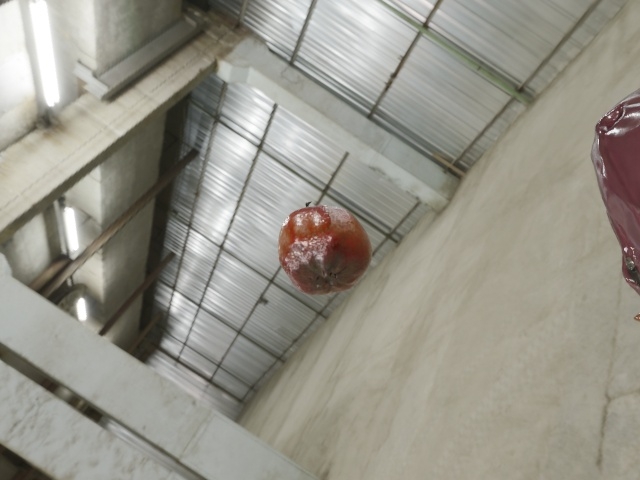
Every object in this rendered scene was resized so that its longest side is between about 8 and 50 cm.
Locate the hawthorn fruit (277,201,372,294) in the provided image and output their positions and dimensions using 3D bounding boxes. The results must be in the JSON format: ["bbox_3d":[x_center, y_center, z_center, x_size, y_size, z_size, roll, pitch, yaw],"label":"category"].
[{"bbox_3d":[0.000,0.000,0.854,0.157,0.156,0.194,-57,36,31],"label":"hawthorn fruit"}]

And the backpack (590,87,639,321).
[{"bbox_3d":[0.381,-0.024,0.404,0.283,0.318,0.197,-27,-32,12],"label":"backpack"}]
